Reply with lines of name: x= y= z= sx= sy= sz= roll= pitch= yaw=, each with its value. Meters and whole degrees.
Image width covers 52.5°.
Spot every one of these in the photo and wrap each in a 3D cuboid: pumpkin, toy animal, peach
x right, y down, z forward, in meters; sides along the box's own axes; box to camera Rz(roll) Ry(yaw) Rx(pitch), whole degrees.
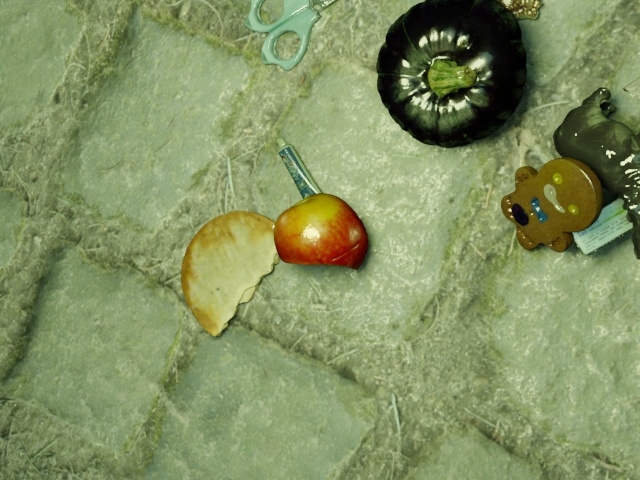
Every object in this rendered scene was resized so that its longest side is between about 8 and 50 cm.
pumpkin: x=0.239 y=-0.316 z=1.231 sx=0.295 sy=0.296 sz=0.296 roll=1 pitch=92 yaw=19
toy animal: x=0.553 y=-0.129 z=1.150 sx=0.168 sy=0.106 sz=0.343 roll=-35 pitch=52 yaw=18
peach: x=0.000 y=0.000 z=1.375 sx=0.190 sy=0.190 sz=0.192 roll=-33 pitch=89 yaw=17

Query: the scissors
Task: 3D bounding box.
scissors: x=0.001 y=-0.528 z=1.438 sx=0.360 sy=0.029 sz=0.191 roll=-26 pitch=87 yaw=16

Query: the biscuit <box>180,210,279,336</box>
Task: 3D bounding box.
biscuit: x=-0.220 y=0.053 z=1.523 sx=0.204 sy=0.040 sz=0.309 roll=40 pitch=103 yaw=13

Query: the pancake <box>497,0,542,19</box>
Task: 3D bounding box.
pancake: x=0.346 y=-0.538 z=1.302 sx=0.244 sy=0.057 sz=0.266 roll=35 pitch=102 yaw=15

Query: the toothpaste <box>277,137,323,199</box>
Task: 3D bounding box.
toothpaste: x=-0.045 y=-0.148 z=1.462 sx=0.057 sy=0.034 sz=0.197 roll=-35 pitch=82 yaw=33

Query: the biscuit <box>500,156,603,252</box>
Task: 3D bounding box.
biscuit: x=0.430 y=-0.067 z=1.220 sx=0.180 sy=0.039 sz=0.236 roll=64 pitch=152 yaw=11

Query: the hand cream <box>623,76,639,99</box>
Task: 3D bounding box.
hand cream: x=0.655 y=-0.228 z=1.160 sx=0.084 sy=0.050 sz=0.257 roll=-38 pitch=51 yaw=16

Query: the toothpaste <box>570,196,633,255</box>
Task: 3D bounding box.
toothpaste: x=0.624 y=-0.086 z=1.207 sx=0.336 sy=0.081 sz=0.067 roll=-33 pitch=80 yaw=17
